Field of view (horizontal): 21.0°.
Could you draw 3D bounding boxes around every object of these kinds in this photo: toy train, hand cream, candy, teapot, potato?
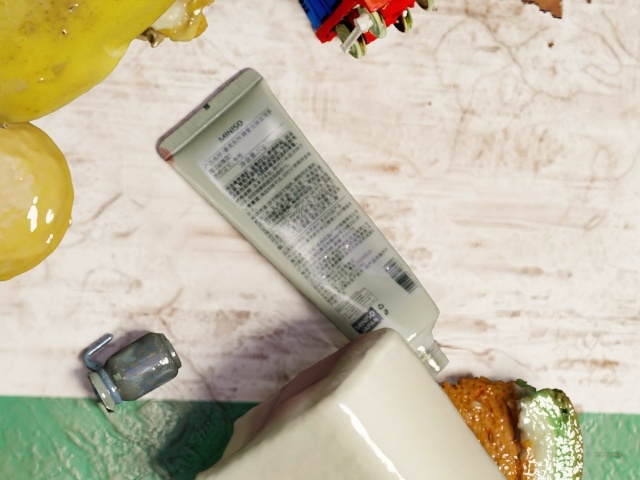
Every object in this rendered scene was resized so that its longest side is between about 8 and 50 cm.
[{"bbox_3d":[0.035,-0.242,1.570,0.083,0.204,0.131,-30,92,-12],"label":"toy train"},{"bbox_3d":[0.000,0.000,1.639,0.124,0.078,0.341,-42,91,-9],"label":"hand cream"},{"bbox_3d":[0.072,0.277,1.561,0.208,0.145,0.359,-32,99,28],"label":"candy"},{"bbox_3d":[-0.176,0.115,1.595,0.083,0.049,0.063,-30,96,-11],"label":"teapot"},{"bbox_3d":[-0.208,-0.234,1.455,0.300,0.140,0.173,-44,100,9],"label":"potato"}]

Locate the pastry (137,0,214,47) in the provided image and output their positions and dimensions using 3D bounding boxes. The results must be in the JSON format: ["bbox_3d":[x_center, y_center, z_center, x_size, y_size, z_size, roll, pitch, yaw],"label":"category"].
[{"bbox_3d":[-0.163,-0.294,1.573,0.154,0.102,0.250,5,87,-21],"label":"pastry"}]

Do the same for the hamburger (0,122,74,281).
[{"bbox_3d":[-0.298,-0.039,1.534,0.162,0.115,0.162,0,91,-11],"label":"hamburger"}]

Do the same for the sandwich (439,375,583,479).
[{"bbox_3d":[0.162,0.223,1.644,0.160,0.109,0.185,-4,90,-15],"label":"sandwich"}]
